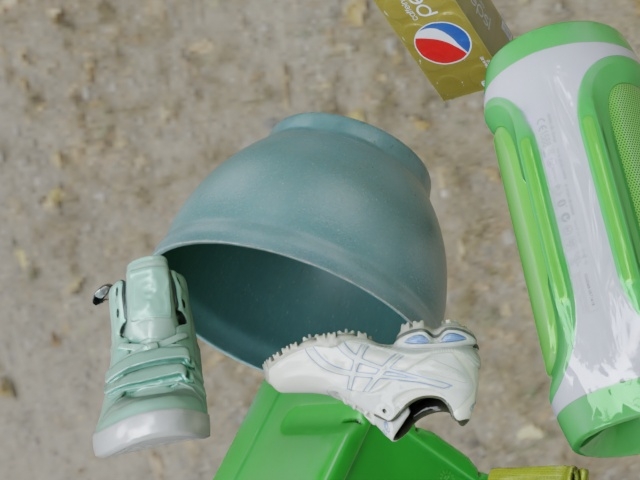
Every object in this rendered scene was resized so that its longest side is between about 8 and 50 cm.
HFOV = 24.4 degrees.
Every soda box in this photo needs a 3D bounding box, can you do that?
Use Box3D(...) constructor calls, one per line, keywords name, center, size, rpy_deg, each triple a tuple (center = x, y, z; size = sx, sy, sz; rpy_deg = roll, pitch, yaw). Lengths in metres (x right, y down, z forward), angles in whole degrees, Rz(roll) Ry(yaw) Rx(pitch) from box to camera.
Box3D(name="soda box", center=(0.083, -0.193, 1.146), size=(0.061, 0.181, 0.058), rpy_deg=(-14, 44, 29))

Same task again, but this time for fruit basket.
Box3D(name="fruit basket", center=(0.042, 0.307, 1.523), size=(0.392, 0.283, 0.392), rpy_deg=(21, 152, 12))

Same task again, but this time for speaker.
Box3D(name="speaker", center=(0.198, -0.004, 1.049), size=(0.131, 0.131, 0.297), rpy_deg=(-35, 56, 44))

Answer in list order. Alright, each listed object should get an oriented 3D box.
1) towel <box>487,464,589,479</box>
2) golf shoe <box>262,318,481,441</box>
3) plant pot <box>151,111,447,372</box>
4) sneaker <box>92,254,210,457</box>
Box3D(name="towel", center=(0.140, 0.280, 1.061), size=(0.102, 0.021, 0.237), rpy_deg=(-12, 63, 50))
Box3D(name="golf shoe", center=(0.038, 0.114, 1.146), size=(0.176, 0.069, 0.086), rpy_deg=(-9, 69, 19))
Box3D(name="plant pot", center=(0.000, 0.000, 1.452), size=(0.293, 0.293, 0.196), rpy_deg=(-10, 50, 46))
Box3D(name="sneaker", center=(-0.146, 0.090, 1.202), size=(0.256, 0.094, 0.151), rpy_deg=(-175, 77, -85))
